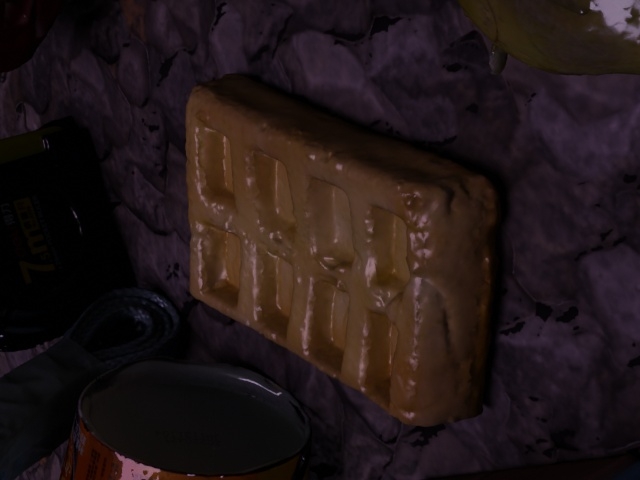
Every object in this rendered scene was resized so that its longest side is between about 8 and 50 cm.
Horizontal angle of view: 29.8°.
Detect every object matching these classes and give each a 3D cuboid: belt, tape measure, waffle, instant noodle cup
[{"bbox_3d":[-0.221,0.135,0.948,0.087,0.302,0.072,37,133,13],"label":"belt"},{"bbox_3d":[-0.278,-0.002,1.050,0.112,0.186,0.199,-19,91,46],"label":"tape measure"},{"bbox_3d":[0.000,0.000,0.798,0.274,0.057,0.168,27,125,44],"label":"waffle"},{"bbox_3d":[-0.107,0.207,0.910,0.230,0.230,0.182,30,119,42],"label":"instant noodle cup"}]

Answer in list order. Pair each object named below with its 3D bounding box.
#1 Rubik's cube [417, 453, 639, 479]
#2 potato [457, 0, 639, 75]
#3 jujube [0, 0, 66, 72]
[{"bbox_3d":[0.081,0.271,0.676,0.221,0.225,0.231,-23,87,54],"label":"Rubik's cube"},{"bbox_3d":[0.150,-0.144,0.465,0.248,0.143,0.169,10,124,50],"label":"potato"},{"bbox_3d":[-0.302,-0.315,0.905,0.258,0.258,0.376,32,124,41],"label":"jujube"}]
